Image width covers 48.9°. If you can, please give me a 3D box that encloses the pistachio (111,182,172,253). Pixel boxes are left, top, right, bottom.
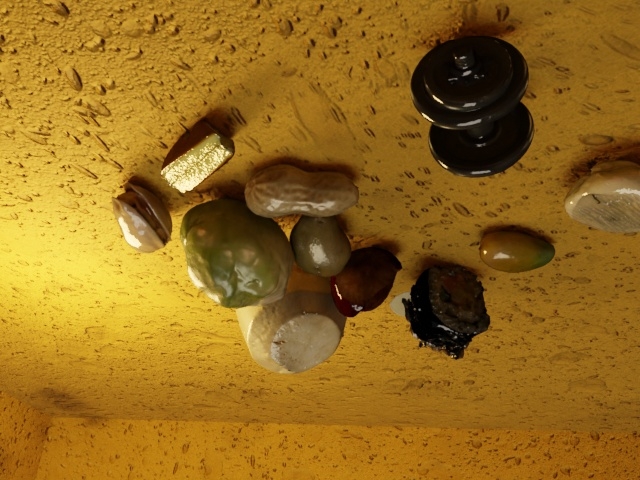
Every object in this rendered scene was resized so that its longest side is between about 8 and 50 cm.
[{"bbox_3d":[-0.436,-0.050,1.726,0.152,0.126,0.223,35,159,23],"label":"pistachio"}]

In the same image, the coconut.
[{"bbox_3d":[-0.088,0.208,1.962,0.323,0.323,0.323,4,151,2],"label":"coconut"}]

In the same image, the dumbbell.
[{"bbox_3d":[0.265,-0.228,1.213,0.192,0.192,0.290,-5,150,18],"label":"dumbbell"}]

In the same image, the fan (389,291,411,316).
[{"bbox_3d":[0.352,0.230,2.199,0.191,0.009,0.329,-23,138,38],"label":"fan"}]

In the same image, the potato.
[{"bbox_3d":[0.000,0.000,1.731,0.157,0.157,0.194,3,136,5],"label":"potato"}]

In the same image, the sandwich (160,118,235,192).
[{"bbox_3d":[-0.253,-0.188,1.488,0.090,0.088,0.244,33,145,-26],"label":"sandwich"}]

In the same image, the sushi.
[{"bbox_3d":[0.327,0.196,1.927,0.225,0.238,0.218,27,152,-5],"label":"sushi"}]

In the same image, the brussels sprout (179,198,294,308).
[{"bbox_3d":[-0.198,0.041,1.682,0.316,0.242,0.274,48,164,-14],"label":"brussels sprout"}]

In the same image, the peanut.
[{"bbox_3d":[-0.043,-0.109,1.559,0.257,0.123,0.123,0,151,5],"label":"peanut"}]

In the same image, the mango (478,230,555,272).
[{"bbox_3d":[0.486,0.028,1.743,0.195,0.091,0.130,0,150,-7],"label":"mango"}]

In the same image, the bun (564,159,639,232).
[{"bbox_3d":[0.624,-0.097,1.458,0.210,0.116,0.237,21,164,-18],"label":"bun"}]

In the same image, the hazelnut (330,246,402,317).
[{"bbox_3d":[0.120,0.102,1.835,0.202,0.170,0.160,-20,116,-14],"label":"hazelnut"}]
